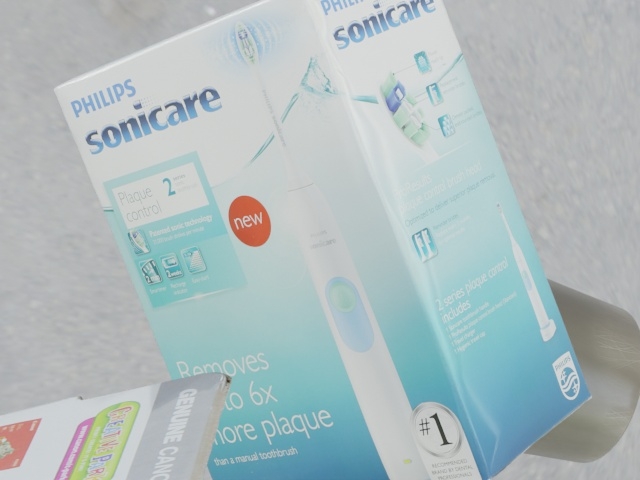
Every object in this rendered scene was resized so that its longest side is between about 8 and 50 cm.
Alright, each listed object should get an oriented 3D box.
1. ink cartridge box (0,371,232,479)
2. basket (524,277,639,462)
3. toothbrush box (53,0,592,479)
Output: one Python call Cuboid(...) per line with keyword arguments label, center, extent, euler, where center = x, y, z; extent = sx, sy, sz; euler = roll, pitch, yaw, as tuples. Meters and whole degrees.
Cuboid(label="ink cartridge box", center=(-0.157, 0.191, 0.628), extent=(0.272, 0.309, 0.130), euler=(-15, 109, 10))
Cuboid(label="basket", center=(0.119, 0.085, 1.314), extent=(0.227, 0.204, 0.154), euler=(15, 62, -19))
Cuboid(label="toothbrush box", center=(0.000, 0.000, 1.034), extent=(0.216, 0.126, 0.295), euler=(-14, 99, 41))
